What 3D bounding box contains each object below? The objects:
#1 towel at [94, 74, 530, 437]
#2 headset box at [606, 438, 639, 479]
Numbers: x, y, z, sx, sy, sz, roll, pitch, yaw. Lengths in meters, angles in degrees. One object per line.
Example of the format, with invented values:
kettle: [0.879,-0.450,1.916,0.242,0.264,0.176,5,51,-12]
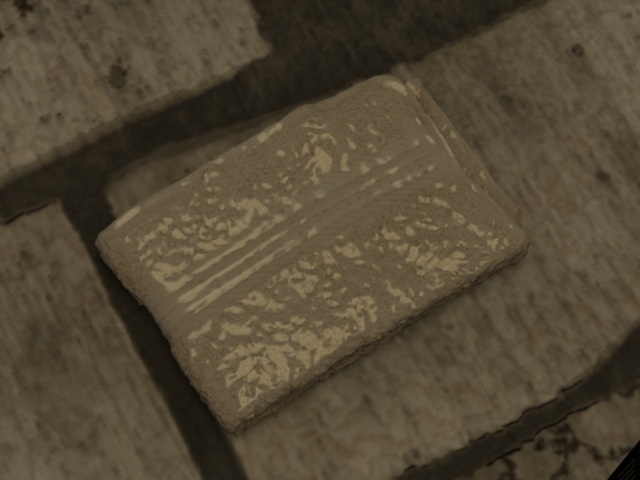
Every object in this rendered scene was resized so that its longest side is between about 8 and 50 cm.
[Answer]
towel: [0.000,0.000,1.107,0.282,0.049,0.187,-32,71,-16]
headset box: [0.307,0.223,0.918,0.283,0.246,0.131,4,65,-3]
